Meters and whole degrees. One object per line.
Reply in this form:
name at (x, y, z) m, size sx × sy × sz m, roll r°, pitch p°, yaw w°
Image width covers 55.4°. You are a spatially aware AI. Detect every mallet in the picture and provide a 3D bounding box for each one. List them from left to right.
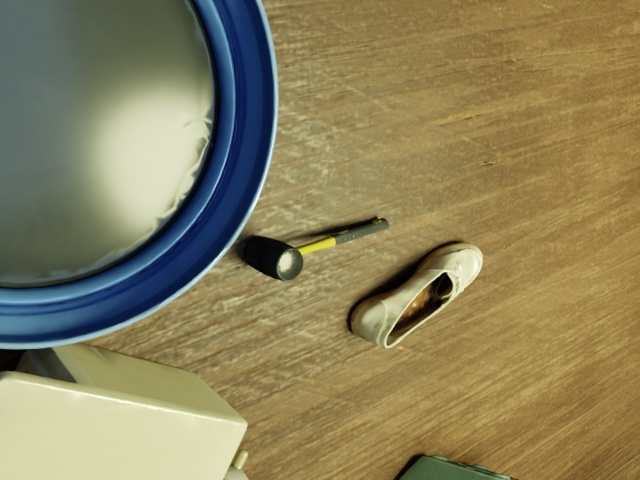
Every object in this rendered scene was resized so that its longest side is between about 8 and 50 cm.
mallet at (0.000, 0.000, 0.691) m, size 0.189 × 0.062 × 0.039 m, roll -21°, pitch 117°, yaw -45°

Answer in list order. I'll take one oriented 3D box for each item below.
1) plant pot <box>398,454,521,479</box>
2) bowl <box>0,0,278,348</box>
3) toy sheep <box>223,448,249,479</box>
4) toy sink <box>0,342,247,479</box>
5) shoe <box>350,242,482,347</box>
plant pot at (0.212, 0.445, 0.839) m, size 0.247 × 0.247 × 0.252 m, roll 27°, pitch 72°, yaw -36°
bowl at (-0.218, -0.111, 0.477) m, size 0.391 × 0.077 × 0.391 m, roll -10°, pitch 108°, yaw -32°
toy sheep at (-0.112, 0.290, 0.662) m, size 0.091 × 0.091 × 0.132 m, roll 35°, pitch 69°, yaw -36°
toy sink at (-0.212, 0.181, 0.531) m, size 0.234 × 0.131 × 0.153 m, roll 26°, pitch 88°, yaw -42°
shoe at (0.139, 0.072, 0.786) m, size 0.219 × 0.058 × 0.077 m, roll -30°, pitch 118°, yaw -25°
